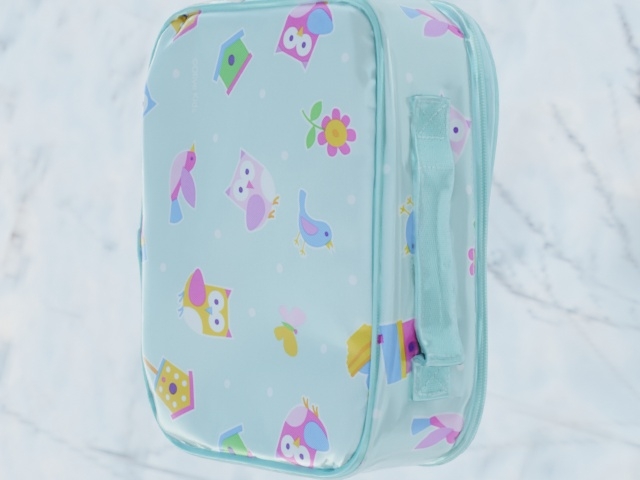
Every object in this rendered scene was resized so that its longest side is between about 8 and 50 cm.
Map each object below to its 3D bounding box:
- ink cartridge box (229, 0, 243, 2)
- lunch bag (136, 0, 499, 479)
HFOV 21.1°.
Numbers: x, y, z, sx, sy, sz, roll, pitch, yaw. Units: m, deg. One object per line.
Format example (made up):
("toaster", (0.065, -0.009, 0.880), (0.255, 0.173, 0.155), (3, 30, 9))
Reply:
("ink cartridge box", (-0.096, -0.258, 0.744), (0.121, 0.211, 0.289), (85, -161, -56))
("lunch bag", (0.000, 0.000, 0.978), (0.224, 0.108, 0.279), (2, 92, 46))
